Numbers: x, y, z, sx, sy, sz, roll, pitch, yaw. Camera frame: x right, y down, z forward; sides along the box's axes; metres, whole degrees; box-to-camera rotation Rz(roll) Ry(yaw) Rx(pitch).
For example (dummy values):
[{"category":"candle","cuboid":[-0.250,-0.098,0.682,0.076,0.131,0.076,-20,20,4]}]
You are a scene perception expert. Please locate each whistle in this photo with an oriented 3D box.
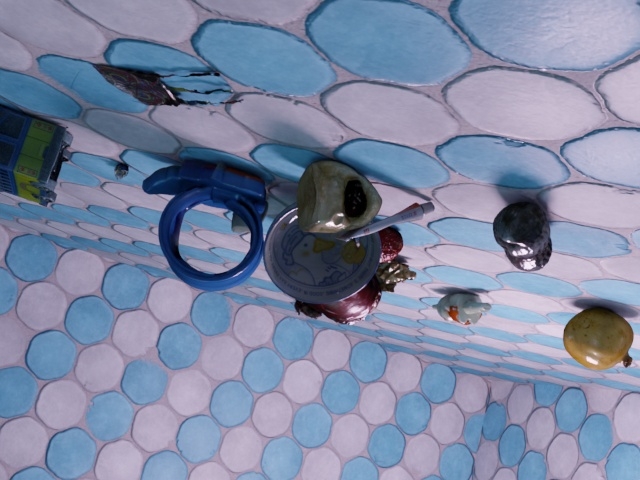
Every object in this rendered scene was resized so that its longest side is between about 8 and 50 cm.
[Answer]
[{"category":"whistle","cuboid":[0.437,0.208,2.381,0.101,0.106,0.253,-24,-176,-26]}]

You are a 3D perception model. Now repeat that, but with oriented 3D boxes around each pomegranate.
[{"category":"pomegranate","cuboid":[0.763,0.274,2.111,0.196,0.196,0.196,14,167,3]}]

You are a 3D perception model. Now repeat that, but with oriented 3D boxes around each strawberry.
[{"category":"strawberry","cuboid":[0.150,0.014,1.899,0.106,0.106,0.106,14,167,3]}]

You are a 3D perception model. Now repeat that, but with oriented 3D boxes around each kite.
[{"category":"kite","cuboid":[-0.266,-0.268,1.370,0.285,0.015,0.152,7,165,32]}]

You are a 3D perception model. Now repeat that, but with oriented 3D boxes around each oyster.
[{"category":"oyster","cuboid":[0.125,0.092,2.269,0.361,0.096,0.221,11,173,27]}]

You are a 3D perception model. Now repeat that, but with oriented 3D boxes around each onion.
[{"category":"onion","cuboid":[0.016,0.097,2.049,0.314,0.232,0.314,40,-170,-8]}]

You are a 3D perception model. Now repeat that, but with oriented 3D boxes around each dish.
[{"category":"dish","cuboid":[0.000,0.000,1.836,0.273,0.273,0.134,19,-154,-14]}]

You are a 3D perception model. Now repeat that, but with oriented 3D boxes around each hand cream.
[{"category":"hand cream","cuboid":[0.136,-0.037,1.594,0.216,0.038,0.052,-18,161,-17]}]

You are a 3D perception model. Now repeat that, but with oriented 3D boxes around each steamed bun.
[{"category":"steamed bun","cuboid":[0.043,-0.082,1.576,0.155,0.141,0.172,5,173,-17]}]

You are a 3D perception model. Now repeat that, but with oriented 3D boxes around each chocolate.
[{"category":"chocolate","cuboid":[0.401,-0.007,1.521,0.110,0.110,0.248,10,169,21]}]

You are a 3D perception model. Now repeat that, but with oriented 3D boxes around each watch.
[{"category":"watch","cuboid":[-0.278,-0.034,1.784,0.305,0.274,0.241,10,167,0]}]

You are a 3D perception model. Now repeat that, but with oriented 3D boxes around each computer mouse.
[{"category":"computer mouse","cuboid":[-0.192,-0.066,1.977,0.056,0.089,0.181,32,164,-21]}]

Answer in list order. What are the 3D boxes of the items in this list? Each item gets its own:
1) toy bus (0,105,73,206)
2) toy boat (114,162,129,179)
[{"category":"toy bus","cuboid":[-0.715,-0.195,1.878,0.190,0.152,0.312,18,166,-15]},{"category":"toy boat","cuboid":[-0.512,-0.174,1.990,0.038,0.038,0.083,19,165,-17]}]
